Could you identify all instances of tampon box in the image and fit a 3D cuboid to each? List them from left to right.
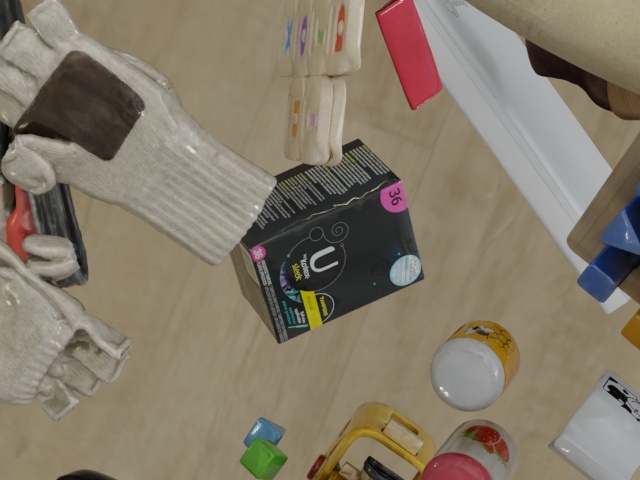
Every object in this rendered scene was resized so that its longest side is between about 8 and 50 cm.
[{"bbox_3d":[0.000,0.000,1.606,0.161,0.120,0.101,-25,36,-12],"label":"tampon box"}]

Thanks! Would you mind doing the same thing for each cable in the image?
[{"bbox_3d":[-0.222,-0.073,1.183,0.072,0.139,0.287,-16,123,-11],"label":"cable"}]

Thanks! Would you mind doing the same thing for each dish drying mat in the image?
[{"bbox_3d":[0.063,-0.134,1.180,0.032,0.008,0.083,-35,125,-17],"label":"dish drying mat"}]

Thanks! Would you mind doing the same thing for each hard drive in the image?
[{"bbox_3d":[0.222,-0.100,1.685,0.047,0.233,0.353,-37,84,21],"label":"hard drive"}]

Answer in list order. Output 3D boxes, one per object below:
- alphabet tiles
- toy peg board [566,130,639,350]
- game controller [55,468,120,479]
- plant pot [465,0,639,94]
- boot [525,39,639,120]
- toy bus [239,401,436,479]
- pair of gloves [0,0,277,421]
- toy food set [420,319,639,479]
[{"bbox_3d":[0.007,-0.192,1.101,0.021,0.278,0.284,5,93,-10],"label":"alphabet tiles"},{"bbox_3d":[0.202,0.016,0.820,0.160,0.161,0.079,39,49,11],"label":"toy peg board"},{"bbox_3d":[-0.158,0.335,1.503,0.166,0.319,0.067,13,41,19],"label":"game controller"},{"bbox_3d":[0.117,-0.074,0.429,0.109,0.096,0.109,18,114,-31],"label":"plant pot"},{"bbox_3d":[0.234,-0.223,1.464,0.090,0.207,0.248,-30,124,-22],"label":"boot"},{"bbox_3d":[0.048,0.207,1.470,0.104,0.191,0.202,-56,45,9],"label":"toy bus"},{"bbox_3d":[-0.175,-0.011,1.073,0.204,0.042,0.240,42,99,-9],"label":"pair of gloves"},{"bbox_3d":[0.132,0.146,0.822,0.232,0.104,0.111,39,116,7],"label":"toy food set"}]
